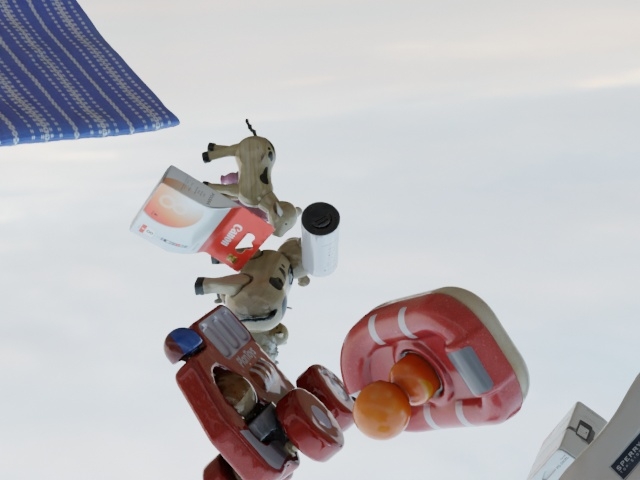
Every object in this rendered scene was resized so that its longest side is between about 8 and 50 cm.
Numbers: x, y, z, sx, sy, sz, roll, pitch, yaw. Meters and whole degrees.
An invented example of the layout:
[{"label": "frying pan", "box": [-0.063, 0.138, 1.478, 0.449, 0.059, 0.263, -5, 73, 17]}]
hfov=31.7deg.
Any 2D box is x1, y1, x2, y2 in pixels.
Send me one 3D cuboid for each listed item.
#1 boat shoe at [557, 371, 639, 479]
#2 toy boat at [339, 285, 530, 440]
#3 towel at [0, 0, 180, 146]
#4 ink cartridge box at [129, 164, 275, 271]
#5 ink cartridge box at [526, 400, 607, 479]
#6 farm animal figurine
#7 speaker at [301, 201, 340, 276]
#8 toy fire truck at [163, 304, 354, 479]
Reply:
[{"label": "boat shoe", "box": [0.414, 0.217, 1.295, 0.158, 0.340, 0.127, 11, -145, -52]}, {"label": "toy boat", "box": [0.091, 0.147, 1.155, 0.151, 0.151, 0.231, -37, -173, -29]}, {"label": "towel", "box": [-0.332, -0.187, 1.151, 0.336, 0.040, 0.243, -13, -126, -49]}, {"label": "ink cartridge box", "box": [-0.177, -0.017, 1.658, 0.179, 0.145, 0.045, 33, -130, -9]}, {"label": "ink cartridge box", "box": [0.392, 0.344, 1.803, 0.063, 0.109, 0.150, 36, -148, 7]}, {"label": "farm animal figurine", "box": [-0.087, 0.024, 1.791, 0.172, 0.330, 0.326, -2, -135, 12]}, {"label": "speaker", "box": [0.000, 0.000, 1.584, 0.055, 0.055, 0.136, -2, 154, -1]}, {"label": "toy fire truck", "box": [-0.100, 0.208, 1.481, 0.169, 0.254, 0.302, -43, 178, 13]}]
